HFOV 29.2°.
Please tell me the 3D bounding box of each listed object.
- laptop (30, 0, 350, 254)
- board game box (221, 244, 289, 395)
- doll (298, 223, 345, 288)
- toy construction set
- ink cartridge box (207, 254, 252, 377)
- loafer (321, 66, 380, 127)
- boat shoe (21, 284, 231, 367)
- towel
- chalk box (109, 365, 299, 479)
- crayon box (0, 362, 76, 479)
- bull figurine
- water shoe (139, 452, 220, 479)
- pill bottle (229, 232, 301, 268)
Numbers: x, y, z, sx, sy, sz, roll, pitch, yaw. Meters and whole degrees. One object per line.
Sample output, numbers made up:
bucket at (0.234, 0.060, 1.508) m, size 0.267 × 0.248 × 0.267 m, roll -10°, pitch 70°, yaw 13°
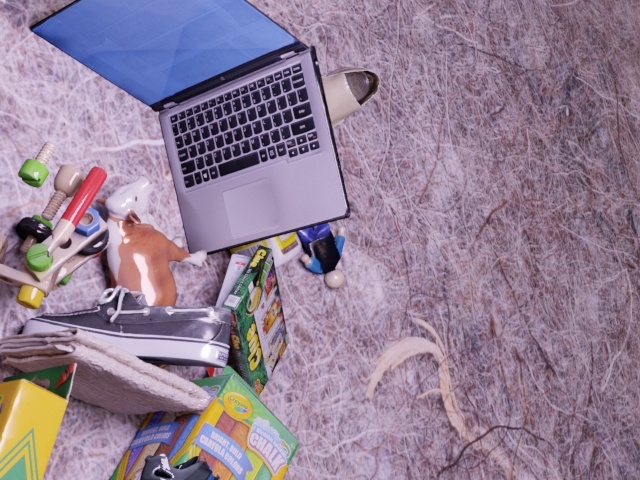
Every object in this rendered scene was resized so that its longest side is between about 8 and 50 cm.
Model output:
laptop at (-0.204, -0.185, 1.870) m, size 0.236 × 0.382 × 0.407 m, roll -11°, pitch 88°, yaw -44°
board game box at (-0.104, 0.141, 2.033) m, size 0.136 × 0.030 × 0.259 m, roll -58°, pitch 155°, yaw -33°
doll at (0.000, 0.000, 2.258) m, size 0.129 × 0.046 × 0.189 m, roll -31°, pitch 102°, yaw -43°
toy construction set at (-0.428, 0.017, 1.680) m, size 0.257 × 0.309 × 0.237 m, roll 38°, pitch 61°, yaw -22°
ink cartridge box at (-0.146, 0.133, 2.025) m, size 0.145 × 0.045 × 0.179 m, roll 89°, pitch 13°, yaw -62°
loafer at (0.017, -0.267, 2.307) m, size 0.268 × 0.092 × 0.102 m, roll -41°, pitch 109°, yaw -42°
boat shoe at (-0.283, 0.121, 1.807) m, size 0.113 × 0.306 × 0.105 m, roll 55°, pitch 41°, yaw -72°
towel at (-0.315, 0.198, 1.785) m, size 0.282 × 0.187 × 0.049 m, roll 33°, pitch 60°, yaw -42°
chalk box at (-0.170, 0.329, 1.918) m, size 0.180 × 0.179 × 0.289 m, roll 48°, pitch 52°, yaw -25°
crayon box at (-0.451, 0.306, 1.638) m, size 0.081 × 0.202 × 0.318 m, roll 33°, pitch 58°, yaw -34°
bull figurine at (-0.266, 0.058, 1.945) m, size 0.188 × 0.101 × 0.310 m, roll 6°, pitch 81°, yaw -50°
water shoe at (-0.163, 0.346, 1.743) m, size 0.203 × 0.073 × 0.080 m, roll 21°, pitch 64°, yaw -41°
pill bottle at (-0.125, -0.055, 2.100) m, size 0.117 × 0.117 × 0.215 m, roll -35°, pitch 105°, yaw -43°
